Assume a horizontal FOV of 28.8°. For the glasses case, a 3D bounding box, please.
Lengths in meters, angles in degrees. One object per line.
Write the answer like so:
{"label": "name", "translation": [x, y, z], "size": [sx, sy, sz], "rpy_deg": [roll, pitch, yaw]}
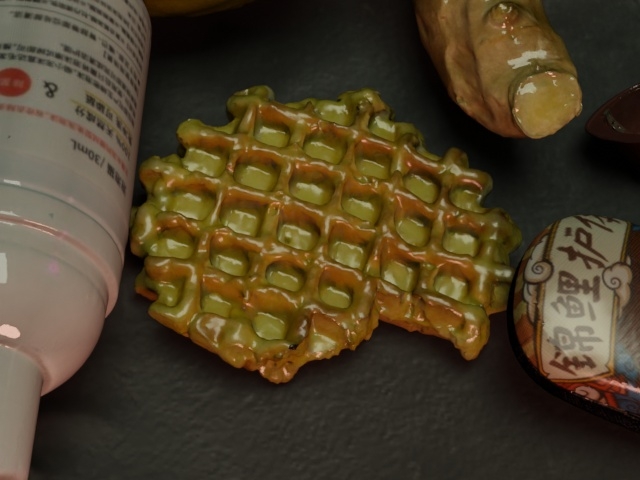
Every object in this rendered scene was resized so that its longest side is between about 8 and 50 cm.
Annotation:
{"label": "glasses case", "translation": [0.273, 0.081, 0.798], "size": [0.321, 0.082, 0.122], "rpy_deg": [20, 63, -6]}

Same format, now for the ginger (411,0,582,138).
{"label": "ginger", "translation": [0.102, -0.261, 0.934], "size": [0.122, 0.363, 0.348], "rpy_deg": [-7, 104, 2]}

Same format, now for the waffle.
{"label": "waffle", "translation": [0.000, 0.000, 0.828], "size": [0.253, 0.056, 0.249], "rpy_deg": [-34, 70, -28]}

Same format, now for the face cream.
{"label": "face cream", "translation": [-0.188, 0.001, 0.733], "size": [0.146, 0.145, 0.369], "rpy_deg": [6, 56, -6]}

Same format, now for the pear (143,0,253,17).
{"label": "pear", "translation": [-0.118, -0.282, 0.872], "size": [0.321, 0.269, 0.269], "rpy_deg": [6, 56, 15]}

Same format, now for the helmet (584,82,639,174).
{"label": "helmet", "translation": [0.253, -0.076, 0.917], "size": [0.111, 0.057, 0.089], "rpy_deg": [-29, 32, -18]}
